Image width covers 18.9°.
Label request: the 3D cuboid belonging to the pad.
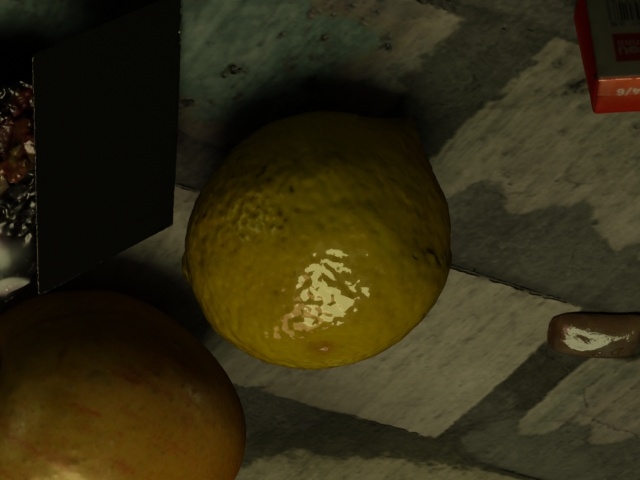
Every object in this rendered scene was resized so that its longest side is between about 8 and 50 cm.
[{"bbox_3d":[-0.181,-0.081,1.638,0.164,0.004,0.243,-29,138,-39],"label":"pad"}]

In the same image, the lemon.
[{"bbox_3d":[-0.006,0.004,1.725,0.253,0.228,0.228,-31,135,33],"label":"lemon"}]

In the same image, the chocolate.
[{"bbox_3d":[0.292,0.104,2.042,0.101,0.031,0.064,4,139,-5],"label":"chocolate"}]

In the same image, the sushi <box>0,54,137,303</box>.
[{"bbox_3d":[-0.272,-0.081,1.661,0.172,0.153,0.150,-39,129,14],"label":"sushi"}]

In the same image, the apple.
[{"bbox_3d":[-0.230,0.197,1.919,0.275,0.299,0.299,31,133,-30],"label":"apple"}]

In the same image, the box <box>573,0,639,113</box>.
[{"bbox_3d":[0.333,-0.166,1.598,0.229,0.123,0.050,-3,141,0],"label":"box"}]
